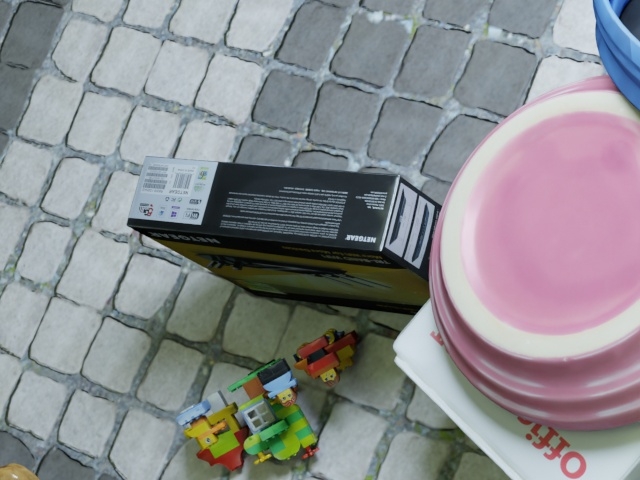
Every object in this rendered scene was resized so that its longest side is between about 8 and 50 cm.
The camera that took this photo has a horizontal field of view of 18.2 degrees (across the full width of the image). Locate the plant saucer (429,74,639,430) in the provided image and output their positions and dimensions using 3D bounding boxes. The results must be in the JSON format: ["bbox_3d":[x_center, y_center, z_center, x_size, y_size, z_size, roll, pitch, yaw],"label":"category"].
[{"bbox_3d":[0.233,-0.002,1.749,0.332,0.084,0.332,-14,62,29],"label":"plant saucer"}]

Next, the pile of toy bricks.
[{"bbox_3d":[-0.042,0.181,2.056,0.212,0.118,0.105,-30,90,10],"label":"pile of toy bricks"}]

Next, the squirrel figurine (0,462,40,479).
[{"bbox_3d":[-0.426,0.396,2.058,0.370,0.281,0.397,27,117,7],"label":"squirrel figurine"}]

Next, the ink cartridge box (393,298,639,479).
[{"bbox_3d":[0.297,0.058,1.838,0.384,0.160,0.279,-50,53,6],"label":"ink cartridge box"}]

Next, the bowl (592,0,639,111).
[{"bbox_3d":[0.429,-0.179,1.755,0.391,0.391,0.077,43,141,36],"label":"bowl"}]

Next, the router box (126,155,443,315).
[{"bbox_3d":[0.000,0.000,2.001,0.309,0.243,0.081,6,75,35],"label":"router box"}]
